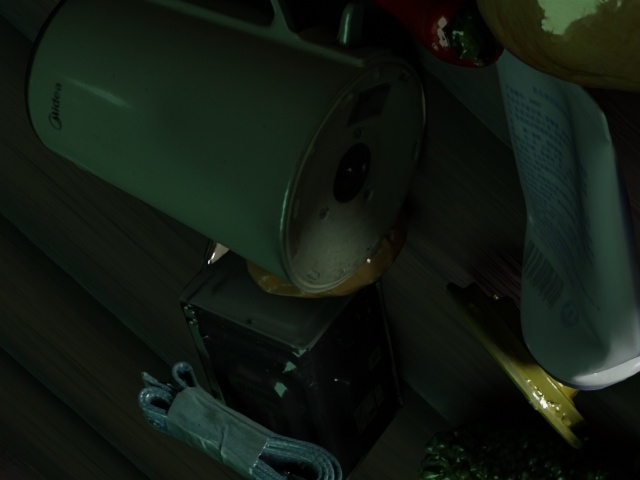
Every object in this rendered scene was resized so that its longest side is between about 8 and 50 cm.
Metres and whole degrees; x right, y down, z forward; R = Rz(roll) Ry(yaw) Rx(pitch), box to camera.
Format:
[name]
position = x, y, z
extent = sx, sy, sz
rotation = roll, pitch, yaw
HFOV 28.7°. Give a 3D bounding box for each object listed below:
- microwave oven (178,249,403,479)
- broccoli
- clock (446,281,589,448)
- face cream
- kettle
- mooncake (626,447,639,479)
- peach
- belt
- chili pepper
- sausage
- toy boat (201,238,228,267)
[microwave oven]
position = -0.037, 0.157, 1.662
extent = 0.237, 0.181, 0.295
rotation = 21, 143, 30
[broccoli]
position = 0.264, 0.361, 1.580
extent = 0.334, 0.272, 0.324
rotation = 30, -173, 3
[clock]
position = 0.230, 0.125, 1.389
extent = 0.237, 0.057, 0.237
rotation = 49, -174, -7
[face cream]
position = 0.234, -0.017, 1.184
extent = 0.235, 0.137, 0.420
rotation = -117, 4, -49
[kettle]
position = -0.104, -0.177, 1.304
extent = 0.376, 0.250, 0.361
rotation = 25, 124, 28
[mooncake]
position = 0.482, 0.323, 1.295
extent = 0.350, 0.212, 0.381
rotation = 6, 141, 45
[peach]
position = 0.229, -0.196, 0.933
extent = 0.232, 0.232, 0.232
rotation = 27, 146, 20
[belt]
position = -0.105, 0.253, 1.605
extent = 0.302, 0.087, 0.072
rotation = 29, 158, 18
[chili pepper]
position = 0.057, -0.234, 1.115
extent = 0.368, 0.137, 0.092
rotation = 38, 130, 37
[sausage]
position = 0.000, -0.001, 1.482
extent = 0.241, 0.136, 0.120
rotation = -4, 131, 53
[toy boat]
position = -0.099, -0.046, 1.467
extent = 0.066, 0.210, 0.084
rotation = 23, 142, -1
